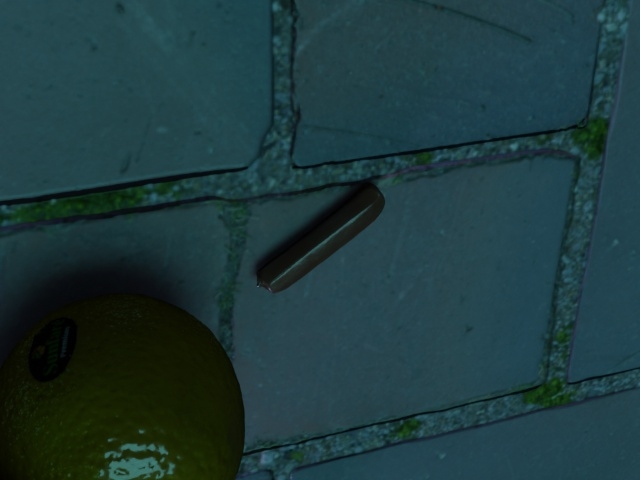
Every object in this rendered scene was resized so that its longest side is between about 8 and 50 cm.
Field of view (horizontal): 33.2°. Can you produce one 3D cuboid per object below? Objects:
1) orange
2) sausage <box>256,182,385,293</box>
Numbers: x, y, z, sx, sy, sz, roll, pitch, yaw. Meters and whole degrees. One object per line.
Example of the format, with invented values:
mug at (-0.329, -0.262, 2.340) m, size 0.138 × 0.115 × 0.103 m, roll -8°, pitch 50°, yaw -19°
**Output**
orange at (-0.171, 0.154, 0.908) m, size 0.236 × 0.236 × 0.236 m, roll -11°, pitch 122°, yaw -18°
sausage at (0.000, 0.000, 1.013) m, size 0.147 × 0.030 × 0.035 m, roll -39°, pitch 125°, yaw 1°
